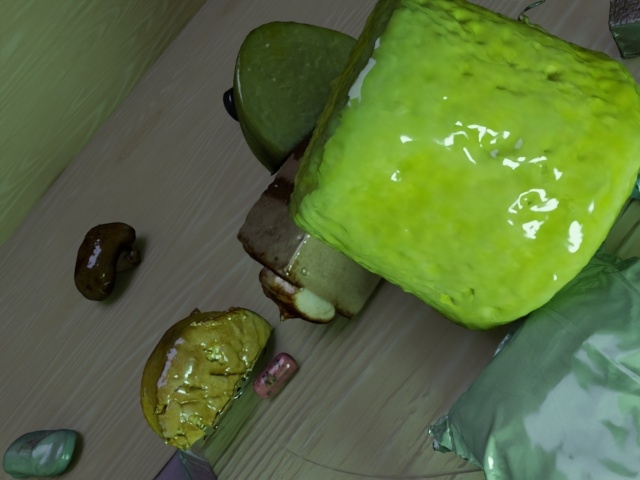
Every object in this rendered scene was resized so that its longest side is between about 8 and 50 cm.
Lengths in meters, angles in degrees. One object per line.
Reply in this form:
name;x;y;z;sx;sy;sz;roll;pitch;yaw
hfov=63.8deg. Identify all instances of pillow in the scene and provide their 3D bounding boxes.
pillow;0.281;0.171;0.484;0.310;0.138;0.283;-47;39;-2

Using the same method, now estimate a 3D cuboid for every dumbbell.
dumbbell;-0.171;-0.408;1.418;0.191;0.100;0.100;-22;46;31

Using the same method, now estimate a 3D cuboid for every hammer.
hammer;-0.077;0.223;0.855;0.083;0.043;0.043;-48;39;2

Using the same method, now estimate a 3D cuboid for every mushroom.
mushroom;-0.603;0.051;1.414;0.194;0.138;0.231;-18;48;33

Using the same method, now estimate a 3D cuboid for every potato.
potato;-0.084;-0.300;1.086;0.330;0.213;0.280;-51;8;-24

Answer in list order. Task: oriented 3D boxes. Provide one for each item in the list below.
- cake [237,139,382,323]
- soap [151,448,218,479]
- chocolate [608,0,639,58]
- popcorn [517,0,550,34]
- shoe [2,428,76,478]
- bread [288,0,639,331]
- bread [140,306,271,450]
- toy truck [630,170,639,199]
cake;0.000;0.000;0.855;0.199;0.196;0.293;26;82;52
soap;-0.246;0.476;0.773;0.259;0.081;0.181;-50;38;-4
chocolate;0.556;-0.330;0.668;0.321;0.112;0.112;4;70;45
popcorn;0.268;-0.277;0.839;0.195;0.168;0.173;-5;79;43
shoe;-0.640;0.468;1.138;0.251;0.100;0.103;-24;44;31
bread;0.139;-0.093;0.600;0.348;0.308;0.348;-160;90;-80
bread;-0.208;0.203;0.872;0.160;0.147;0.260;-7;40;50
toy truck;0.402;-0.106;0.596;0.108;0.140;0.257;-50;39;-1
